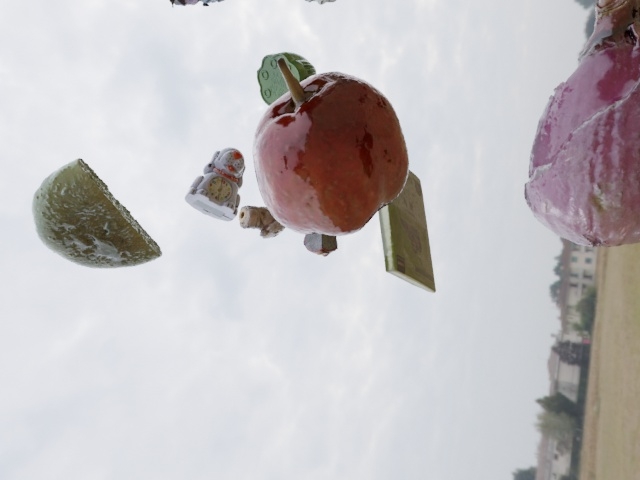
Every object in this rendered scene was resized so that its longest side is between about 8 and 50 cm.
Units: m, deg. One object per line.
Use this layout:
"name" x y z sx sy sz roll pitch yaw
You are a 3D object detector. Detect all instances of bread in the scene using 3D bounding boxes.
"bread" -0.300 -0.010 0.585 0.193 0.112 0.036 70 175 -51

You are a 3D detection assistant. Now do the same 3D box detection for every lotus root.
"lotus root" -0.072 -0.485 1.373 0.186 0.186 0.186 -16 -71 -57

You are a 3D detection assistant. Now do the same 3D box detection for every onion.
"onion" 0.418 -0.147 0.580 0.267 0.159 0.349 -20 -63 -10

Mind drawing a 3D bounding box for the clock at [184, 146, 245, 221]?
"clock" -0.335 -0.216 1.573 0.189 0.188 0.254 45 -118 -53

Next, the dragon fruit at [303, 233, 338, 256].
"dragon fruit" 0.000 0.000 0.986 0.056 0.060 0.083 19 -124 -46

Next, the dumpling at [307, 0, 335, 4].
"dumpling" 0.003 -0.658 1.167 0.108 0.187 0.127 98 173 -70

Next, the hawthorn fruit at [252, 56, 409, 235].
"hawthorn fruit" 0.001 -0.173 0.812 0.287 0.287 0.330 -61 -41 -32

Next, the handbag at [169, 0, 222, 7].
"handbag" -0.183 -0.500 0.740 0.208 0.228 0.127 49 -162 -72

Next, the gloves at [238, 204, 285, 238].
"gloves" -0.152 -0.053 1.238 0.144 0.110 0.094 6 -103 -17

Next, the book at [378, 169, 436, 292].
"book" 0.222 -0.056 1.179 0.239 0.035 0.353 26 -127 -47
